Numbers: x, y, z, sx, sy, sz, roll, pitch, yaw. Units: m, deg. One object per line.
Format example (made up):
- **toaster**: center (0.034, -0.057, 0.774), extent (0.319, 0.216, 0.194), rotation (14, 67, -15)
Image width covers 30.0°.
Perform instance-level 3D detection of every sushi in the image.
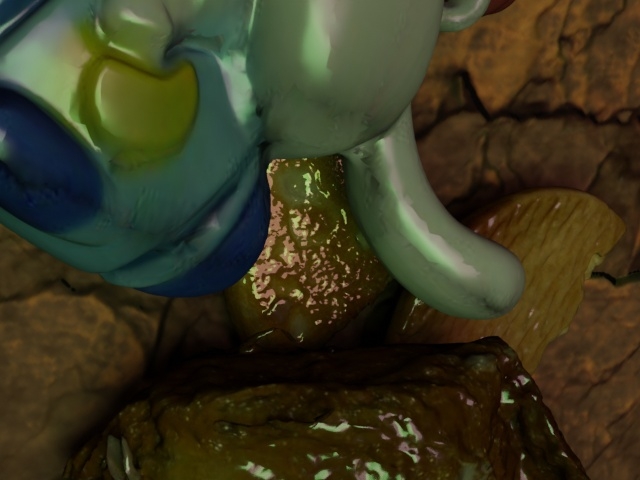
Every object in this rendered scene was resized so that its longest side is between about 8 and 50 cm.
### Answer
- **sushi**: center (0.006, 0.140, 0.673), extent (0.296, 0.167, 0.179), rotation (-4, 104, -12)

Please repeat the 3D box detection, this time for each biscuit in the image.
- **biscuit**: center (0.102, 0.053, 0.771), extent (0.144, 0.033, 0.224), rotation (34, 88, -39)

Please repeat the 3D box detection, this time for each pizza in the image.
- **pizza**: center (0.000, 0.000, 0.730), extent (0.130, 0.041, 0.178), rotation (-14, 104, -18)

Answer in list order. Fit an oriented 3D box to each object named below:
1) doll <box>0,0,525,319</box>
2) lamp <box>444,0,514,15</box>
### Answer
- **doll**: center (-0.079, -0.109, 0.602), extent (0.365, 0.187, 0.376), rotation (-15, 80, -21)
- **lamp**: center (0.095, -0.186, 0.711), extent (0.107, 0.092, 0.108), rotation (-35, 140, -36)
